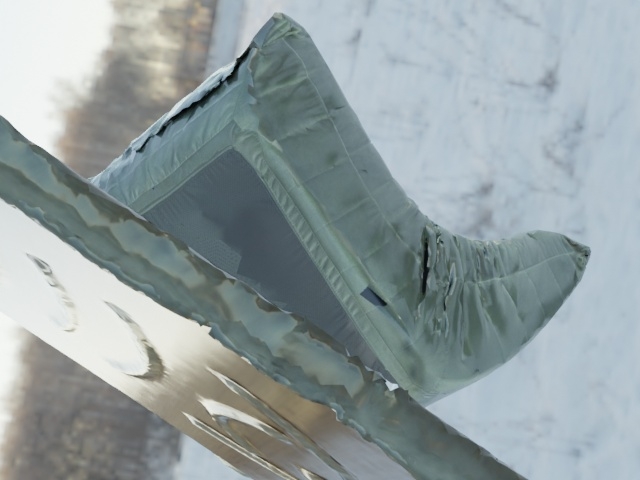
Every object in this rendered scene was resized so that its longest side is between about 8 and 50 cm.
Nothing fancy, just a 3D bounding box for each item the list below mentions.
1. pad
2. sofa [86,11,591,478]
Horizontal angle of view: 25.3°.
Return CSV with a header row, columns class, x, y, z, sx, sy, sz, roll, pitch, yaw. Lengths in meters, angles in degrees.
class,x,y,z,sx,sy,sz,roll,pitch,yaw
pad,-0.056,0.032,0.441,0.018,0.284,0.286,-57,1,-14
sofa,0.000,0.000,0.832,0.210,0.225,0.176,-36,1,43
